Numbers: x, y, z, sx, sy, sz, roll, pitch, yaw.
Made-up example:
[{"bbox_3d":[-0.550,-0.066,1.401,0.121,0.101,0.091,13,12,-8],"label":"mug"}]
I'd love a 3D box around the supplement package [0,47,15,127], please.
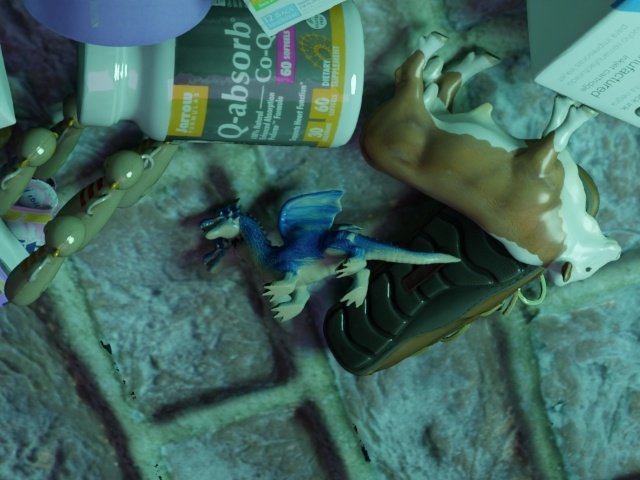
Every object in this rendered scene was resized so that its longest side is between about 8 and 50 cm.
[{"bbox_3d":[-0.471,-0.175,1.904,0.293,0.175,0.177,-17,158,7],"label":"supplement package"}]

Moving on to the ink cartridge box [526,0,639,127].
[{"bbox_3d":[0.451,-0.226,2.016,0.395,0.166,0.285,20,141,-26],"label":"ink cartridge box"}]

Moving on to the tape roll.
[{"bbox_3d":[-0.193,-0.271,1.889,0.189,0.189,0.080,-1,133,-8],"label":"tape roll"}]

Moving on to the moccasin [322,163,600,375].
[{"bbox_3d":[0.173,0.034,2.265,0.380,0.139,0.147,-45,161,31],"label":"moccasin"}]

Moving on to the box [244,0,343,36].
[{"bbox_3d":[-0.034,-0.307,1.872,0.114,0.203,0.103,-24,131,13],"label":"box"}]

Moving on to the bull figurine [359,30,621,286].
[{"bbox_3d":[0.192,-0.085,2.094,0.310,0.101,0.188,27,102,12],"label":"bull figurine"}]

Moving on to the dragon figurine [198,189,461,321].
[{"bbox_3d":[0.000,0.000,2.201,0.289,0.144,0.085,-16,143,9],"label":"dragon figurine"}]

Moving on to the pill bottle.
[{"bbox_3d":[-0.105,-0.177,2.009,0.279,0.162,0.162,1,132,-11],"label":"pill bottle"}]

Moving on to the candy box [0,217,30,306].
[{"bbox_3d":[-0.435,0.021,2.110,0.196,0.070,0.165,-22,132,12],"label":"candy box"}]

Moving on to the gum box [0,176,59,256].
[{"bbox_3d":[-0.386,-0.023,2.169,0.188,0.062,0.107,7,131,-16],"label":"gum box"}]

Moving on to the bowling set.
[{"bbox_3d":[-0.279,-0.086,2.050,0.200,0.287,0.154,41,128,-5],"label":"bowling set"}]
